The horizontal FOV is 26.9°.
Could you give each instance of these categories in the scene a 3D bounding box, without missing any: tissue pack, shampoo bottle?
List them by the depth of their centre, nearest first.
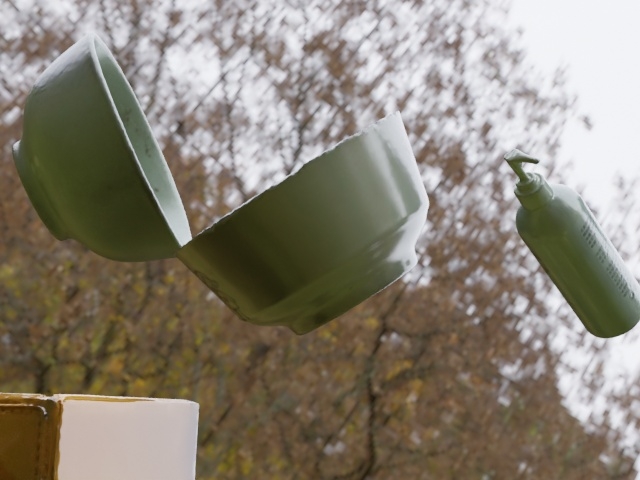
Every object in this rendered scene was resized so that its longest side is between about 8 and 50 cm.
[{"bbox_3d":[-0.198,0.245,0.943,0.145,0.275,0.194,-1,-9,21],"label":"tissue pack"},{"bbox_3d":[0.184,-0.003,1.008,0.056,0.056,0.195,3,-37,44],"label":"shampoo bottle"}]

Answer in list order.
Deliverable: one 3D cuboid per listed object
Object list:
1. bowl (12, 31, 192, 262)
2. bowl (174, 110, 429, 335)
[{"bbox_3d":[-0.274,-0.088,1.594,0.289,0.146,0.289,-23,90,-90],"label":"bowl"},{"bbox_3d":[0.000,0.000,1.047,0.112,0.211,0.211,59,-33,-1],"label":"bowl"}]
